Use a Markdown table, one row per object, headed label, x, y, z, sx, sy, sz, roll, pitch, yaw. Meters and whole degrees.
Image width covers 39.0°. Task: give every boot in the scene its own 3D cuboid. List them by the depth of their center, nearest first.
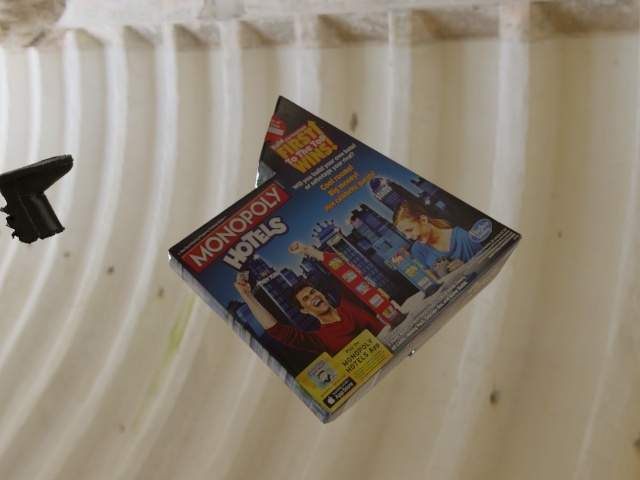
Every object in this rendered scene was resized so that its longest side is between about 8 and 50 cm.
| label | x | y | z | sx | sy | sz | roll | pitch | yaw |
| --- | --- | --- | --- | --- | --- | --- | --- | --- | --- |
| boot | -0.369 | -0.054 | 1.203 | 0.121 | 0.099 | 0.045 | -17 | -164 | 7 |

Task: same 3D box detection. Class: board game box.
| label | x | y | z | sx | sy | sz | roll | pitch | yaw |
| --- | --- | --- | --- | --- | --- | --- | --- | --- | --- |
| board game box | 0.000 | 0.000 | 0.616 | 0.194 | 0.060 | 0.194 | 43 | -121 | 16 |
